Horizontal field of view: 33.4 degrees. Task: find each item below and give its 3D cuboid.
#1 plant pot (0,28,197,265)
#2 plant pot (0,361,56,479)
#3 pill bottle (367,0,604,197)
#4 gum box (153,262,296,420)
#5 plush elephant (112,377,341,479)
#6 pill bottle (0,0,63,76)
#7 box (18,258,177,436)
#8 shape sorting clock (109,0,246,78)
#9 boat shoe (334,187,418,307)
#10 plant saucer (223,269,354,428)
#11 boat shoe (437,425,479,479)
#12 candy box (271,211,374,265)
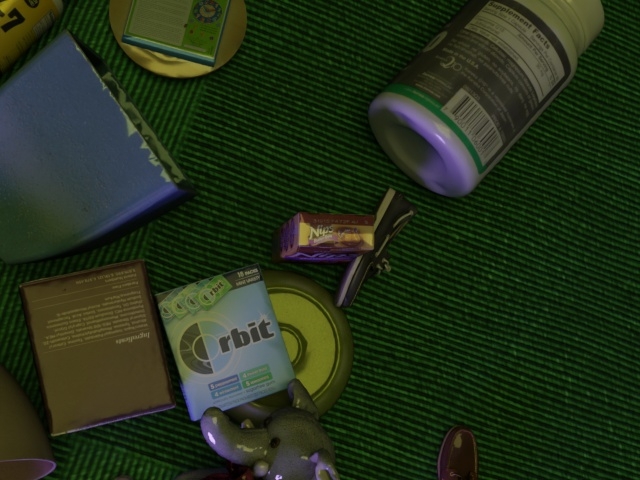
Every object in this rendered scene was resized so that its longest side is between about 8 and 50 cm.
[{"bbox_3d":[-0.349,-0.097,1.442,0.252,0.248,0.247,-35,91,0],"label":"plant pot"},{"bbox_3d":[-0.492,0.224,1.341,0.284,0.284,0.191,-11,73,-15],"label":"plant pot"},{"bbox_3d":[0.258,-0.255,1.628,0.204,0.204,0.361,44,74,-3],"label":"pill bottle"},{"bbox_3d":[-0.135,0.143,1.512,0.157,0.041,0.184,-17,85,-15],"label":"gum box"},{"bbox_3d":[-0.088,0.322,1.403,0.330,0.272,0.255,13,102,-21],"label":"plush elephant"},{"bbox_3d":[-0.443,-0.330,1.514,0.119,0.119,0.208,40,74,-5],"label":"pill bottle"},{"bbox_3d":[-0.303,0.147,1.443,0.167,0.168,0.203,-12,83,-16],"label":"box"},{"bbox_3d":[-0.214,-0.339,1.610,0.206,0.040,0.206,2,79,-10],"label":"shape sorting clock"},{"bbox_3d":[0.086,0.019,1.609,0.065,0.075,0.206,29,70,-6],"label":"boat shoe"},{"bbox_3d":[-0.062,0.159,1.569,0.241,0.037,0.241,2,80,-13],"label":"plant saucer"},{"bbox_3d":[0.208,0.365,1.588,0.064,0.060,0.178,12,78,-12],"label":"boat shoe"},{"bbox_3d":[0.000,0.000,1.531,0.109,0.187,0.053,3,80,-13],"label":"candy box"}]
